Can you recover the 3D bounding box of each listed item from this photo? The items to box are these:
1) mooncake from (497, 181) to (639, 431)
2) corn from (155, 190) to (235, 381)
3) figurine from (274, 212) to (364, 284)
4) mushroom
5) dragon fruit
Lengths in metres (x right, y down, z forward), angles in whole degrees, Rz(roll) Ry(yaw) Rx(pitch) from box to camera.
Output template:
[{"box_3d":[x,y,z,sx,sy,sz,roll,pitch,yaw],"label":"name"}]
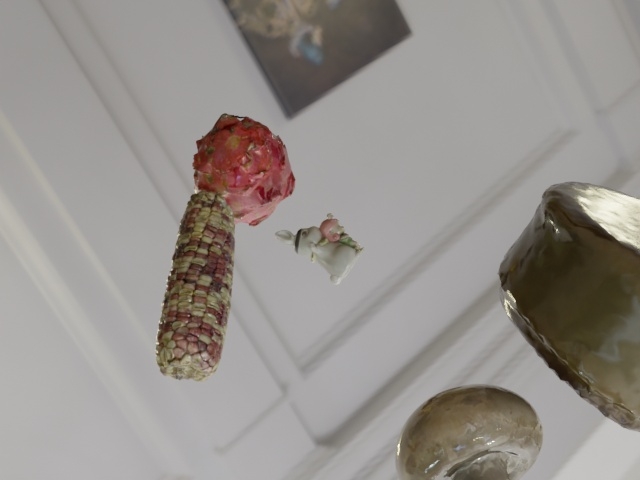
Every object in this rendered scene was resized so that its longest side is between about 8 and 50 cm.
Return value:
[{"box_3d":[0.450,0.089,1.572,0.394,0.393,0.246,-2,127,-55],"label":"mooncake"},{"box_3d":[-0.174,0.061,1.573,0.098,0.098,0.290,-19,-128,33],"label":"corn"},{"box_3d":[0.001,0.002,1.986,0.098,0.146,0.081,-50,170,-25],"label":"figurine"},{"box_3d":[0.202,0.294,1.439,0.204,0.204,0.204,-27,-163,9],"label":"mushroom"},{"box_3d":[-0.153,-0.127,2.155,0.268,0.210,0.205,126,-14,-75],"label":"dragon fruit"}]
